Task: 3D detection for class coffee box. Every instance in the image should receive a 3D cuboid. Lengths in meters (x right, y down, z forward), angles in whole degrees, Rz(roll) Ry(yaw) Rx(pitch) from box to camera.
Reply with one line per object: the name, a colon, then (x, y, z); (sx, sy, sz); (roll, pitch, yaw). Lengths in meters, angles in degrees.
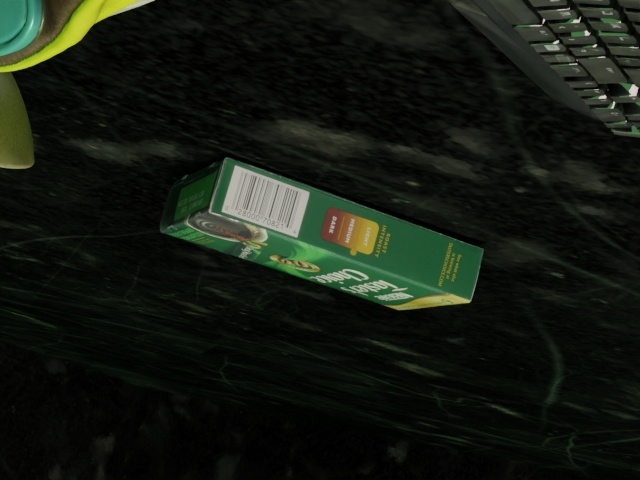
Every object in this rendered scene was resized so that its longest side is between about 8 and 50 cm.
coffee box: (0.000, 0.000, 0.883); (0.184, 0.040, 0.113); (19, 168, -20)

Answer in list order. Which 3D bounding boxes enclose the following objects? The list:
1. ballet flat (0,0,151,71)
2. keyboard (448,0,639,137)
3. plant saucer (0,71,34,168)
ballet flat: (-0.069, -0.100, 0.434); (0.077, 0.077, 0.231); (-11, -176, -35)
keyboard: (0.126, -0.057, 0.366); (0.202, 0.033, 0.317); (7, 176, 24)
plant saucer: (-0.223, -0.097, 0.561); (0.241, 0.037, 0.241); (26, -176, -2)
